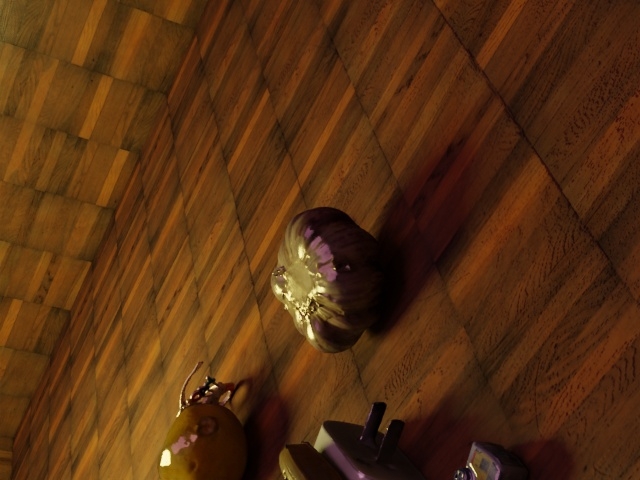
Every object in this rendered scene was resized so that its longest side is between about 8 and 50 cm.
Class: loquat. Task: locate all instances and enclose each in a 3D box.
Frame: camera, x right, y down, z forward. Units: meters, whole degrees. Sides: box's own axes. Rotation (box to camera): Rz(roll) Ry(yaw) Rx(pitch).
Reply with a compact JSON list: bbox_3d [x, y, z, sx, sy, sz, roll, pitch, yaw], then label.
[{"bbox_3d":[-0.231,0.426,1.915,0.187,0.176,0.234,-44,-23,-45],"label":"loquat"}]

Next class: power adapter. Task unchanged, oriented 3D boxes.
[{"bbox_3d":[0.058,0.363,1.415,0.187,0.124,0.255,37,109,61],"label":"power adapter"}]

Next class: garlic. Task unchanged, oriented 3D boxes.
[{"bbox_3d":[0.025,0.062,1.622,0.245,0.160,0.245,13,106,53],"label":"garlic"}]

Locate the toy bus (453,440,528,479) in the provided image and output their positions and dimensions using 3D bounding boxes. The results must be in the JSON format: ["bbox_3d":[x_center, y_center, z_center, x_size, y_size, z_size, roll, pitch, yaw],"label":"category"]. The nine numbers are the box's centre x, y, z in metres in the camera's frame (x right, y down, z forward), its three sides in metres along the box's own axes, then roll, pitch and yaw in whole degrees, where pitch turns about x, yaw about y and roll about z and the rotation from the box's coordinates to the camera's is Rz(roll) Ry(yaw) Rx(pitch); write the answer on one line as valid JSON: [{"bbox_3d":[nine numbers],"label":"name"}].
[{"bbox_3d":[0.196,0.351,1.206,0.075,0.064,0.190,26,99,59],"label":"toy bus"}]

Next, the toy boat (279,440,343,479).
[{"bbox_3d":[-0.008,0.351,1.345,0.206,0.064,0.072,-139,53,-61],"label":"toy boat"}]

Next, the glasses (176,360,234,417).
[{"bbox_3d":[-0.279,0.361,2.044,0.162,0.095,0.255,-32,-29,-58],"label":"glasses"}]
